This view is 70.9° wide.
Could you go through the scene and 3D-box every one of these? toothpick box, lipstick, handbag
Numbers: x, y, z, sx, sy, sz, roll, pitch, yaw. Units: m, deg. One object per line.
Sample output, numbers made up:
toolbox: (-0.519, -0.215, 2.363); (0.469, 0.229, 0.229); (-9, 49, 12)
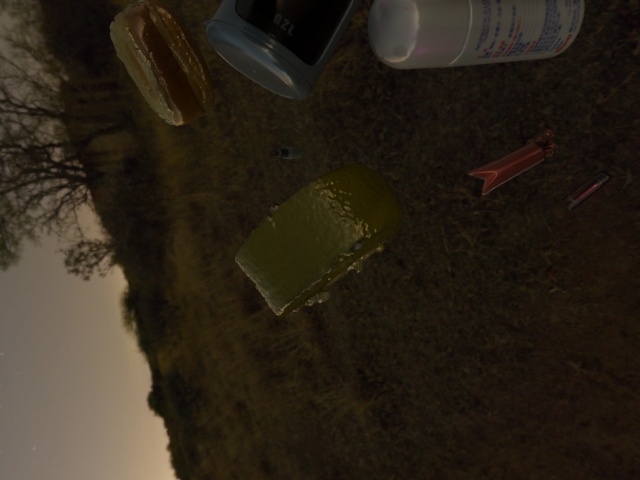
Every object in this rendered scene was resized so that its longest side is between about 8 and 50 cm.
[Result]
toothpick box: (-0.048, -0.492, 0.903); (0.354, 0.263, 0.263); (-60, 32, 3)
lipstick: (-0.079, -0.187, 0.961); (0.025, 0.107, 0.025); (13, 108, 30)
handbag: (0.421, -0.171, 0.967); (0.157, 0.213, 0.059); (-32, 86, 38)

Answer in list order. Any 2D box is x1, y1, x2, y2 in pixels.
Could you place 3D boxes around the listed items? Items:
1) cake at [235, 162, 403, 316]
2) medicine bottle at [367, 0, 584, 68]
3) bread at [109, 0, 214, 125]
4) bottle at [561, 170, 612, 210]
cake: (0.000, 0.000, 0.694); (0.260, 0.179, 0.156); (-43, 84, 26)
medicine bottle: (0.236, -0.344, 0.709); (0.130, 0.342, 0.130); (167, 90, -71)
bread: (-0.309, -0.352, 0.900); (0.106, 0.140, 0.236); (22, 147, 48)
bottle: (0.934, -0.176, 1.574); (0.164, 0.060, 0.060); (-48, 55, 33)
